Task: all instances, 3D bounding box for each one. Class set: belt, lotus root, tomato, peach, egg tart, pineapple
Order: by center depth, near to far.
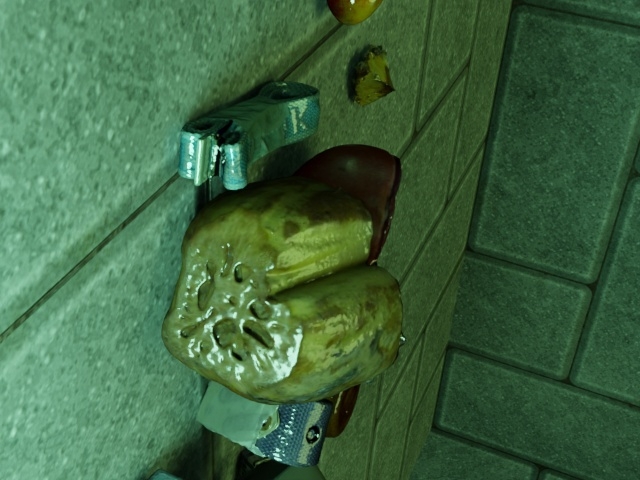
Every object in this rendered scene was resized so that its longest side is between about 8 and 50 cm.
[{"bbox_3d":[-0.082,-0.141,1.175,0.302,0.087,0.072,-44,150,-58],"label":"belt"},{"bbox_3d":[-0.045,0.070,1.179,0.250,0.316,0.316,-19,124,-60],"label":"lotus root"},{"bbox_3d":[-0.076,0.244,1.365,0.139,0.230,0.126,21,84,-36],"label":"belt"},{"bbox_3d":[0.051,-0.373,1.368,0.101,0.100,0.101,17,90,-73],"label":"peach"},{"bbox_3d":[-0.005,0.003,1.436,0.289,0.176,0.335,-88,-165,-74],"label":"tomato"},{"bbox_3d":[0.098,-0.302,1.635,0.114,0.077,0.114,77,20,-67],"label":"pineapple"},{"bbox_3d":[-0.013,0.265,1.688,0.202,0.147,0.203,15,90,-72],"label":"egg tart"}]

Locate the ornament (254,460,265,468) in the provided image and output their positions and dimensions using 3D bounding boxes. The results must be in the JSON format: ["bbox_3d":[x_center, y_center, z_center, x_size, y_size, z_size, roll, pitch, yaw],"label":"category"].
[{"bbox_3d":[-0.125,0.495,1.602,0.153,0.166,0.196,-37,172,-21],"label":"ornament"}]

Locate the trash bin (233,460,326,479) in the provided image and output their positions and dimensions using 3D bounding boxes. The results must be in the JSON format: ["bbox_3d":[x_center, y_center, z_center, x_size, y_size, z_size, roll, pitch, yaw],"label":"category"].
[{"bbox_3d":[-0.049,0.473,1.383,0.219,0.220,0.250,-29,91,-56],"label":"trash bin"}]

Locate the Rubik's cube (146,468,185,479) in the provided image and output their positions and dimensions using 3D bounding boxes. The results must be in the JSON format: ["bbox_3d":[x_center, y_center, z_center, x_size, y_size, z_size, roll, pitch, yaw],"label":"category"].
[{"bbox_3d":[-0.188,0.483,1.184,0.237,0.237,0.238,-39,143,-57],"label":"Rubik's cube"}]

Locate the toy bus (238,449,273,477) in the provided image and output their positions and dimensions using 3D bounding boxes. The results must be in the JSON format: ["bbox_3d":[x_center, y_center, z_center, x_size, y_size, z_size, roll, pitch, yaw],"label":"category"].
[{"bbox_3d":[-0.117,0.421,1.655,0.052,0.058,0.102,-11,120,-39],"label":"toy bus"}]
